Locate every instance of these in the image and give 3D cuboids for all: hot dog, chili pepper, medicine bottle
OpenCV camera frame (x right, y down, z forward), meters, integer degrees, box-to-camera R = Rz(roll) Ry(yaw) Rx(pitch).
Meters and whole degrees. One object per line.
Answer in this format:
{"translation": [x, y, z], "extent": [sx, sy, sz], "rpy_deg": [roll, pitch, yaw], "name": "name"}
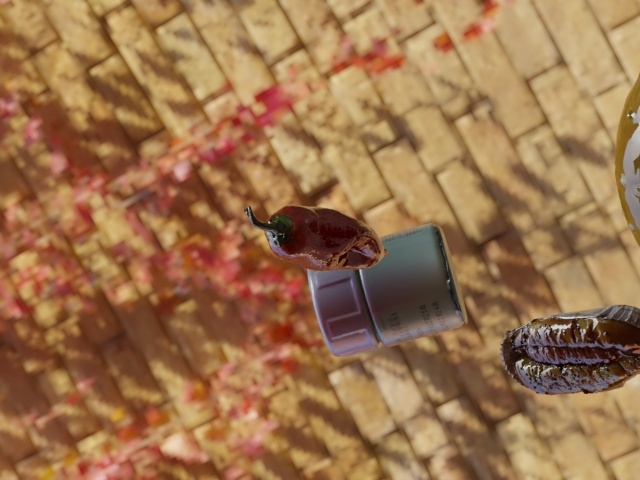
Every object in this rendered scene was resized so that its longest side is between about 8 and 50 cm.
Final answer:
{"translation": [0.263, 0.112, 1.692], "extent": [0.099, 0.192, 0.053], "rpy_deg": [49, -130, -25], "name": "hot dog"}
{"translation": [0.000, 0.001, 1.489], "extent": [0.191, 0.059, 0.050], "rpy_deg": [14, -153, -48], "name": "chili pepper"}
{"translation": [0.080, 0.061, 2.019], "extent": [0.135, 0.168, 0.135], "rpy_deg": [-16, -90, -84], "name": "medicine bottle"}

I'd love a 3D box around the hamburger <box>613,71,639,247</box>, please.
{"translation": [0.403, -0.078, 1.482], "extent": [0.158, 0.319, 0.318], "rpy_deg": [-29, -89, -55], "name": "hamburger"}
